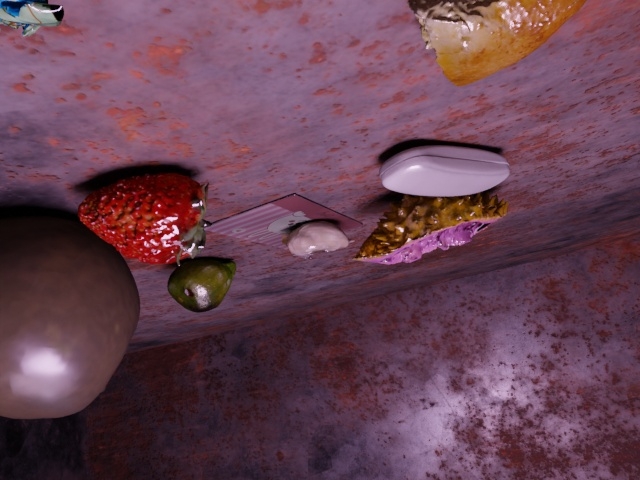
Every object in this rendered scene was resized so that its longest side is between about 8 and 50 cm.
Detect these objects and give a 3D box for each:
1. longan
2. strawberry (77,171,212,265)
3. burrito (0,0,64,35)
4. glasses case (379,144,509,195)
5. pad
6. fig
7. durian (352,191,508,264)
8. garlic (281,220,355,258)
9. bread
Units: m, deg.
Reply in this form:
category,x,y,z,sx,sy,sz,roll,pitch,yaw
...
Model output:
category,x,y,z,sx,sy,sz,roll,pitch,yaw
longan,-0.397,0.105,0.715,0.288,0.288,0.350,-9,174,-9
strawberry,-0.219,-0.031,0.643,0.148,0.131,0.131,17,171,13
burrito,-0.223,-0.140,0.313,0.104,0.054,0.288,-2,163,-34
glasses case,0.193,-0.104,0.761,0.233,0.059,0.092,-1,161,-32
pad,-0.061,-0.027,0.977,0.202,0.005,0.300,-17,165,23
fig,-0.251,0.082,1.102,0.156,0.123,0.123,-48,-170,-35
durian,0.227,-0.050,0.923,0.341,0.112,0.191,-12,159,-31
garlic,0.000,-0.007,0.980,0.152,0.066,0.084,-6,-168,-6
bread,0.146,-0.180,0.452,0.154,0.054,0.136,-8,169,-3
